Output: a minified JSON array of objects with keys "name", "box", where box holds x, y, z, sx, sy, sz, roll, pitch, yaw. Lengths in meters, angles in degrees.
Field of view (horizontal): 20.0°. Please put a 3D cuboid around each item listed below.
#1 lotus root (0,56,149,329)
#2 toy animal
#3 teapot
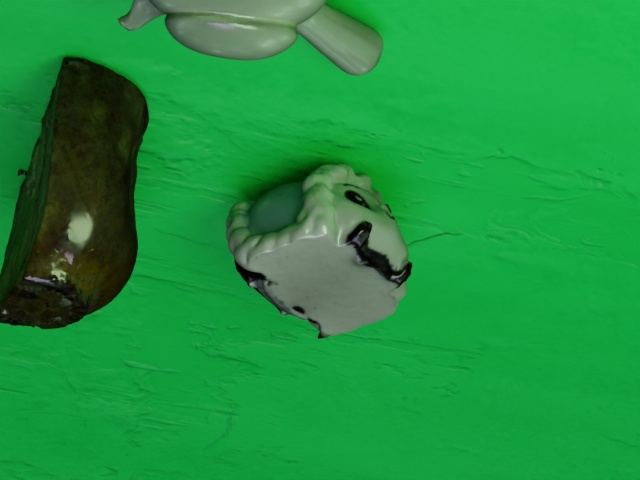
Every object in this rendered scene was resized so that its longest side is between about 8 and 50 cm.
[{"name":"lotus root","box":[-0.276,-0.023,2.088,0.149,0.260,0.267,13,135,-14]},{"name":"toy animal","box":[0.000,0.000,2.191,0.204,0.156,0.208,-26,139,22]},{"name":"teapot","box":[-0.045,-0.257,1.901,0.318,0.149,0.220,6,-178,-23]}]
